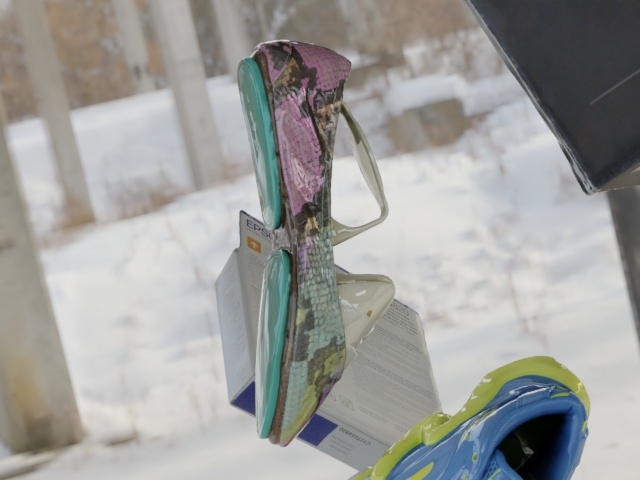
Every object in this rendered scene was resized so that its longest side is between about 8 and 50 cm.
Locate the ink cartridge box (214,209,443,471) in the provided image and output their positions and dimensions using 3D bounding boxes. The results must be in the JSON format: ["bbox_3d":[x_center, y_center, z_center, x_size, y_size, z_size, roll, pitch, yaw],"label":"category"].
[{"bbox_3d":[0.010,0.100,1.433,0.045,0.223,0.224,-47,28,25],"label":"ink cartridge box"}]

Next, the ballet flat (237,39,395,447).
[{"bbox_3d":[0.000,0.000,0.902,0.079,0.221,0.077,-2,-4,-14],"label":"ballet flat"}]

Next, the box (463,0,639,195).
[{"bbox_3d":[0.284,-0.357,1.205,0.480,0.472,0.297,-34,-9,17],"label":"box"}]

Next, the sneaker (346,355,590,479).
[{"bbox_3d":[0.072,0.161,1.009,0.240,0.091,0.126,-47,2,-4],"label":"sneaker"}]
